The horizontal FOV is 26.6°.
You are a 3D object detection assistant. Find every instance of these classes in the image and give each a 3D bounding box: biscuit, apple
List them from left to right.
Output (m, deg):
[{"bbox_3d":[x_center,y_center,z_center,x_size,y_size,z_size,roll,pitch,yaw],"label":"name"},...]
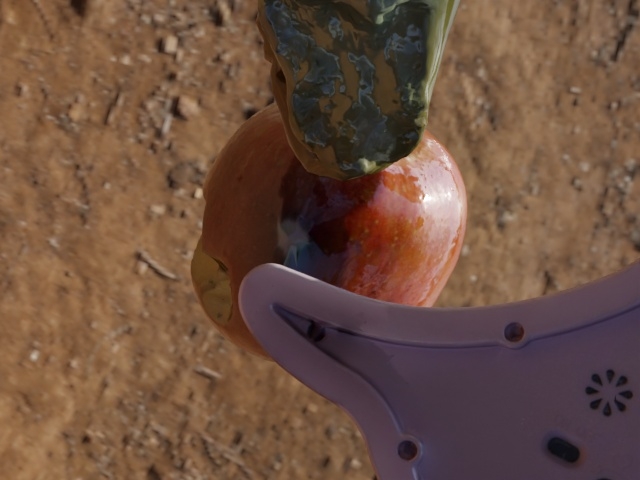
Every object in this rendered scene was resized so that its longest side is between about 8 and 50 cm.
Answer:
[{"bbox_3d":[-0.021,-0.207,0.404,0.078,0.329,0.335,-15,154,-2],"label":"biscuit"},{"bbox_3d":[0.000,0.000,0.887,0.199,0.199,0.199,-18,116,-41],"label":"apple"}]

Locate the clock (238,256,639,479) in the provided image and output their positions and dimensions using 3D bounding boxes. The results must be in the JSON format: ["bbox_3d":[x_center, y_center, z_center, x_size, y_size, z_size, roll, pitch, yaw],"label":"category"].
[{"bbox_3d":[0.108,0.066,0.586,0.080,0.290,0.275,36,78,-79],"label":"clock"}]
